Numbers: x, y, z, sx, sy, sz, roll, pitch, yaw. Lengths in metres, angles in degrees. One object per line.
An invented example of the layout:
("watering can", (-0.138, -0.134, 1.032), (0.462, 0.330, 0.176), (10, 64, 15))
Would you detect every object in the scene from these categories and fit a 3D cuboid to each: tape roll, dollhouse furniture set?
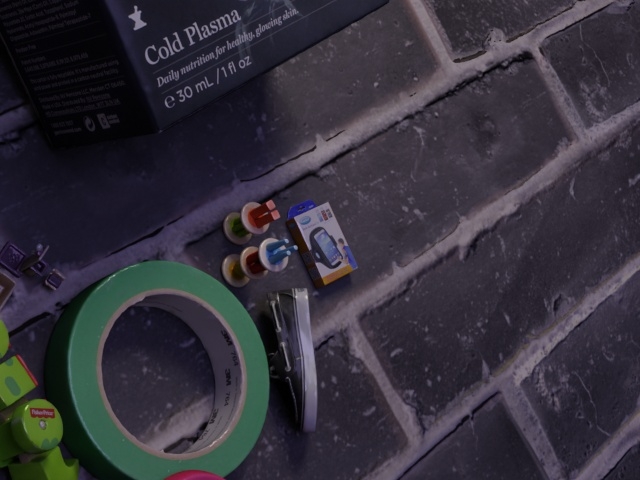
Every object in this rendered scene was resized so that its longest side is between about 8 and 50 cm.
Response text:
("tape roll", (-0.222, 0.190, 1.747), (0.321, 0.077, 0.321), (13, 68, -35))
("dollhouse furniture set", (-0.389, 0.059, 1.656), (0.091, 0.081, 0.114), (41, 54, -20))

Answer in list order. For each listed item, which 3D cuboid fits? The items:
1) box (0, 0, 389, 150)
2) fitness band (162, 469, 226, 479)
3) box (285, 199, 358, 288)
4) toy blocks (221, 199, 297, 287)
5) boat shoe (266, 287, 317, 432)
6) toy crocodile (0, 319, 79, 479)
("box", (-0.222, -0.442, 1.741), (0.480, 0.297, 0.471), (-36, 111, -36))
("fitness band", (-0.149, 0.445, 1.681), (0.209, 0.054, 0.291), (-42, 117, -29))
("box", (0.000, 0.000, 2.018), (0.081, 0.028, 0.136), (-26, 93, -40))
("toy blocks", (-0.086, -0.005, 1.872), (0.054, 0.148, 0.123), (14, 67, -35))
("boat shoe", (-0.044, 0.183, 1.899), (0.070, 0.078, 0.219), (-6, 80, -4))
("toy crocodile", (-0.410, 0.179, 1.581), (0.340, 0.115, 0.105), (61, 31, -7))
